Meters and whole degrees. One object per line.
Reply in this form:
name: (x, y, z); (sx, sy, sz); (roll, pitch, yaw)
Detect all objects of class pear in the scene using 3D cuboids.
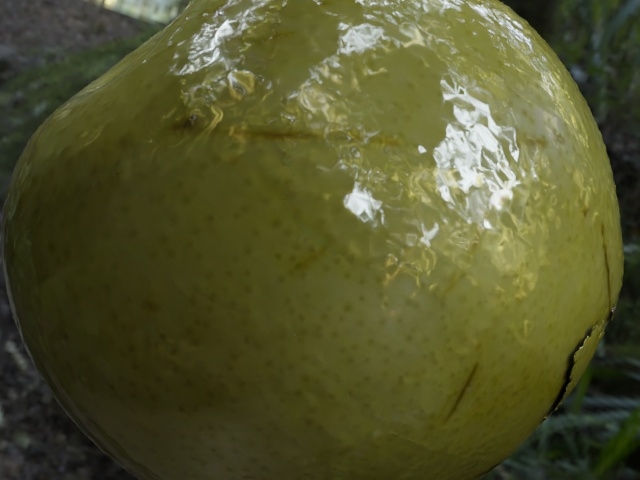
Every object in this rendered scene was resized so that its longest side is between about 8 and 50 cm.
pear: (0.000, 0.000, 0.786); (0.348, 0.348, 0.348); (19, 5, -2)
